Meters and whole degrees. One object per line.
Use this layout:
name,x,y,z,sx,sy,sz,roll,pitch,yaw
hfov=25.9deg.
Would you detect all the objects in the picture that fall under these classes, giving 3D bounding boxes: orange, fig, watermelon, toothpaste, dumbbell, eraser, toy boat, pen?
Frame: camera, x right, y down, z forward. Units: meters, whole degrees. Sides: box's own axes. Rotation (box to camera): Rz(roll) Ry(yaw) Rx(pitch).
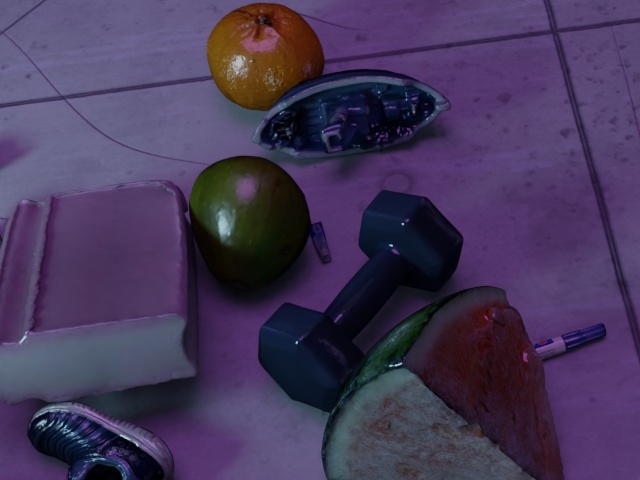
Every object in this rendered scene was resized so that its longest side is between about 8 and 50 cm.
orange,-0.090,-0.298,2.233,0.193,0.161,0.193,0,38,0
fig,-0.104,-0.023,1.986,0.181,0.181,0.191,4,68,13
watermelon,0.152,0.215,1.759,0.283,0.292,0.250,-33,12,-38
toothpaste,0.000,0.000,2.051,0.024,0.015,0.083,-17,42,-4
dumbbell,0.055,0.078,1.875,0.156,0.143,0.316,47,61,-9
eraser,-0.307,0.059,1.918,0.272,0.122,0.359,-9,33,1
toy boat,0.045,-0.187,2.129,0.309,0.129,0.142,-10,33,3
pen,0.286,0.150,1.859,0.204,0.025,0.025,-18,48,-7

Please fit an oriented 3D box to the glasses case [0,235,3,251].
glasses case,-0.492,0.016,2.055,0.049,0.074,0.193,-28,36,-7

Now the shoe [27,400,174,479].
shoe,-0.294,0.281,1.794,0.207,0.091,0.106,19,49,20
